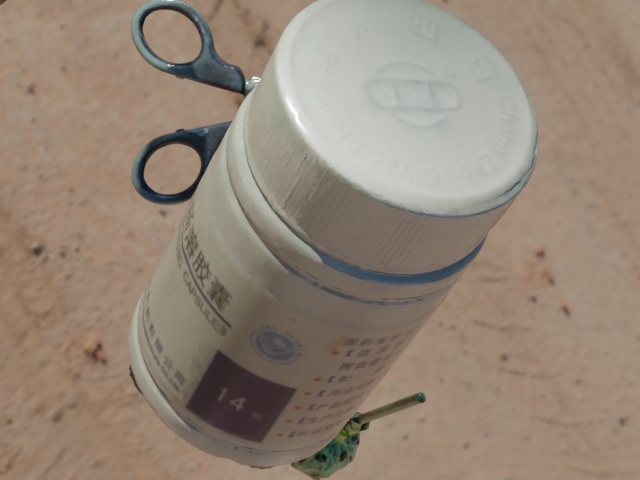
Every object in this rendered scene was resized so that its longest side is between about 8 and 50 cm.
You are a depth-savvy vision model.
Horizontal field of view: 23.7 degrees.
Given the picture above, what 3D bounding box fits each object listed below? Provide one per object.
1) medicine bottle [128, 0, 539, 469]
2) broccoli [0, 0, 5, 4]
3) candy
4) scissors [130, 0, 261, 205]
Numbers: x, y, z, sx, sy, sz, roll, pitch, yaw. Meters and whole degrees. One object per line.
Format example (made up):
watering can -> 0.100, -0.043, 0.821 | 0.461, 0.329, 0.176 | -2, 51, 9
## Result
medicine bottle -> 0.000, 0.000, 1.071 | 0.189, 0.332, 0.190 | 15, 48, -17
broccoli -> -0.312, -0.259, 1.334 | 0.120, 0.131, 0.130 | 63, 23, -9
candy -> 0.043, 0.207, 1.687 | 0.083, 0.305, 0.091 | 24, 67, -16
scissors -> -0.046, -0.157, 1.862 | 0.029, 0.383, 0.256 | -63, 157, -77
